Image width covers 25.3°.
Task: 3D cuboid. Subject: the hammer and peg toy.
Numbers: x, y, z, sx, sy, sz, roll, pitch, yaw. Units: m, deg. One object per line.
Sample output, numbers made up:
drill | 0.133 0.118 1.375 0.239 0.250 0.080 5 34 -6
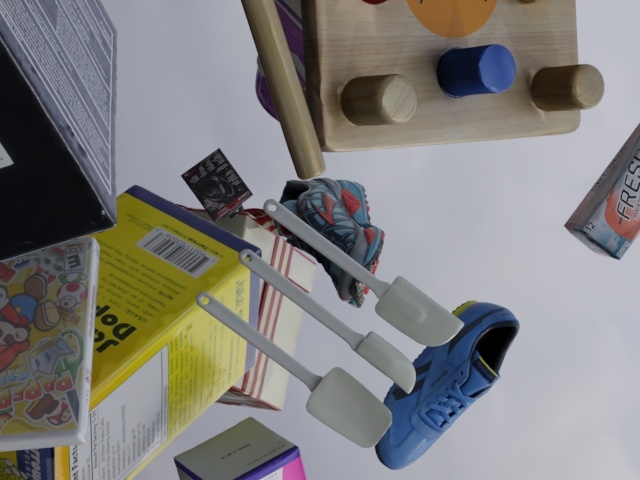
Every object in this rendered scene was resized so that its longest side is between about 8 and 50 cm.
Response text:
hammer and peg toy | 0.049 -0.189 1.077 0.127 0.361 0.266 5 -79 58

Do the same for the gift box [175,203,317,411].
gift box | -0.163 0.072 1.938 0.276 0.255 0.258 45 54 -63

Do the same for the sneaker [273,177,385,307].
sneaker | 0.000 0.000 1.791 0.262 0.125 0.104 -109 -147 -64

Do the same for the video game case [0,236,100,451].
video game case | -0.321 0.099 1.315 0.026 0.227 0.206 73 13 -58

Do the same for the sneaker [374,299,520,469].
sneaker | 0.134 0.154 1.494 0.069 0.209 0.082 40 -8 -25

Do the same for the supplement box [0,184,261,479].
supplement box | -0.249 0.129 1.601 0.195 0.356 0.194 27 -46 23

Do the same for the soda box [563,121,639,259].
soda box | 0.348 -0.068 1.557 0.058 0.183 0.063 37 -3 -11

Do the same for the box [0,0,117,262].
box | -0.318 -0.181 1.275 0.294 0.183 0.296 -97 167 -46

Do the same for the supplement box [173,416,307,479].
supplement box | -0.074 0.334 1.641 0.114 0.111 0.220 23 -49 53

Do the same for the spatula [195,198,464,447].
spatula | 0.001 0.080 1.451 0.242 0.168 0.019 36 -5 9

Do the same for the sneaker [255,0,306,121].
sneaker | -0.041 -0.200 1.212 0.282 0.102 0.161 57 -37 -1

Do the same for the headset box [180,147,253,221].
headset box | -0.131 -0.067 1.830 0.083 0.062 0.032 53 -4 -3
